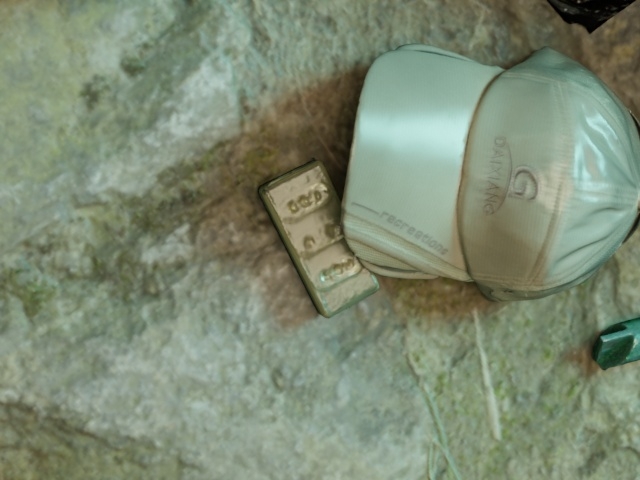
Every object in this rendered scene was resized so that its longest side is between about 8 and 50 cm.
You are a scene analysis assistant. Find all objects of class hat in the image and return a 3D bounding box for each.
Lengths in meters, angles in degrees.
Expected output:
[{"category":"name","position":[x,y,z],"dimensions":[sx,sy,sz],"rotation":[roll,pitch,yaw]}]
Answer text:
[{"category":"hat","position":[0.137,-0.059,0.949],"dimensions":[0.226,0.164,0.220],"rotation":[8,92,-46]}]

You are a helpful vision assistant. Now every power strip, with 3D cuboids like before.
[{"category":"power strip","position":[0.000,0.000,0.986],"dimensions":[0.056,0.032,0.123],"rotation":[-27,99,-8]}]

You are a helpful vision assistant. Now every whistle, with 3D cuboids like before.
[{"category":"whistle","position":[0.325,0.072,1.055],"dimensions":[0.186,0.039,0.039],"rotation":[-14,96,-11]}]

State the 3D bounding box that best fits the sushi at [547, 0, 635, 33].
[{"category":"sushi","position":[0.235,-0.280,0.959],"dimensions":[0.153,0.150,0.172],"rotation":[-44,100,-6]}]
